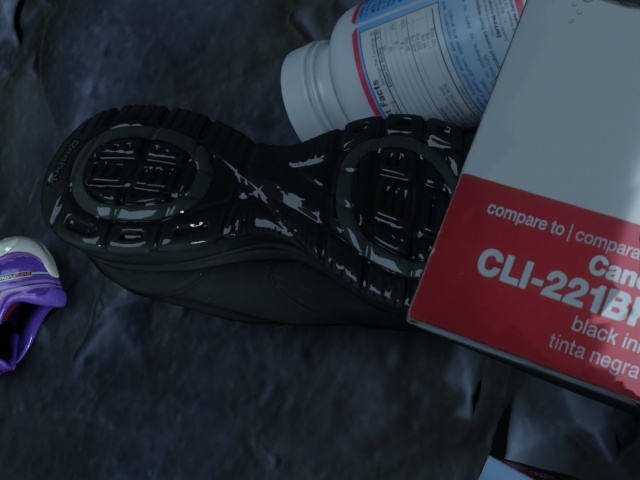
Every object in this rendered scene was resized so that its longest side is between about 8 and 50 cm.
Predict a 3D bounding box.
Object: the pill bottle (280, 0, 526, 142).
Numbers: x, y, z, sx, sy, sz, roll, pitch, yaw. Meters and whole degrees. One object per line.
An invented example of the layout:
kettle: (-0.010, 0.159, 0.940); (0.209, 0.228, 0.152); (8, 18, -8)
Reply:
pill bottle: (0.062, -0.097, 0.739); (0.160, 0.087, 0.087); (-17, 67, 28)

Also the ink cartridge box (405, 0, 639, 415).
ink cartridge box: (0.170, -0.058, 0.589); (0.114, 0.197, 0.273); (18, 86, 34)

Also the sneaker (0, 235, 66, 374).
sneaker: (-0.235, 0.071, 0.895); (0.170, 0.068, 0.071); (-43, 63, 14)

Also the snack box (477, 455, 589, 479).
snack box: (0.163, 0.156, 0.521); (0.174, 0.207, 0.070); (25, 89, 34)

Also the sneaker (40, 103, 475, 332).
sneaker: (0.000, 0.000, 0.743); (0.286, 0.130, 0.109); (11, 66, 14)
